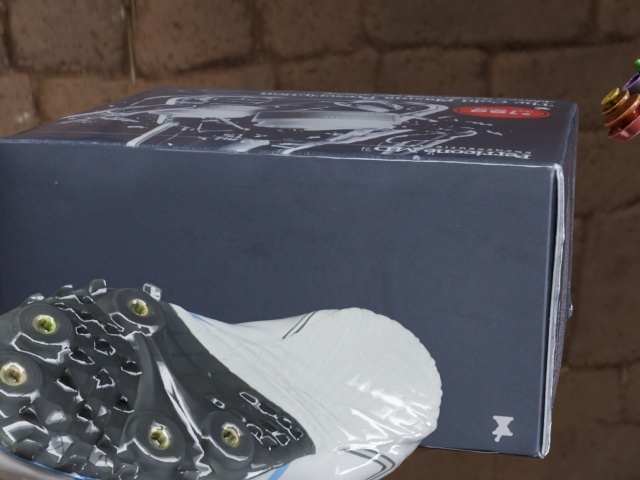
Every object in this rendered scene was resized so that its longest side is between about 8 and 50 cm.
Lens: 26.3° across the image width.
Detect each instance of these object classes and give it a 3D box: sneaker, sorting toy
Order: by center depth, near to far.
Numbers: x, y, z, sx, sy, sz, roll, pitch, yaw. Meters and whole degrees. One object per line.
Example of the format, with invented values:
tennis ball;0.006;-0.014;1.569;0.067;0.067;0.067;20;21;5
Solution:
sneaker;-0.042;0.068;0.500;0.086;0.085;0.237;-43;152;25
sorting toy;0.270;-0.127;1.179;0.042;0.102;0.061;45;129;-7

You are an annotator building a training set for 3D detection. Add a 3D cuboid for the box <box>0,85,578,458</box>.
box;0.000;0.000;0.943;0.343;0.312;0.179;3;104;11
